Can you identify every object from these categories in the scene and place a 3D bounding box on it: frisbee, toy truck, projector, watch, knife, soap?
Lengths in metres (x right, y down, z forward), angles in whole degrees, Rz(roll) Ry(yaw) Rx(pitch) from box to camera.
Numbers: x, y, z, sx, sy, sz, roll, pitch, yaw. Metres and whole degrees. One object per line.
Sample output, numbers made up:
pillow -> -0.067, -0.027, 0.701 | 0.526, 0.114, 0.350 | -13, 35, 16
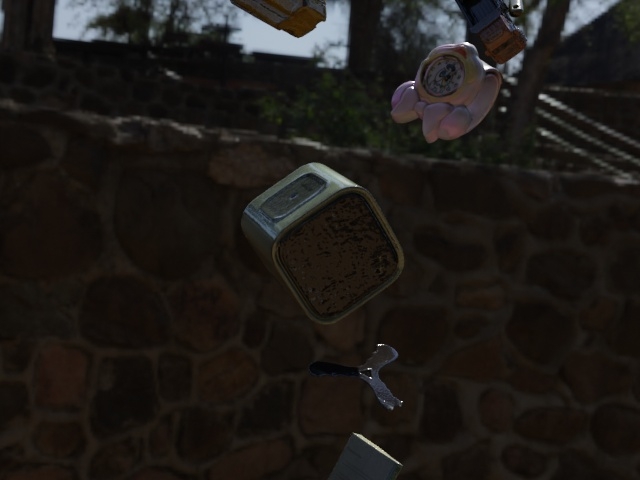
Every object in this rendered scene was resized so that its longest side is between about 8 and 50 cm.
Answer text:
frisbee -> 0.094, 0.277, 1.855 | 0.211, 0.012, 0.187 | -7, 35, -27
toy truck -> 0.355, -0.469, 1.979 | 0.083, 0.192, 0.092 | -35, -31, 23
projector -> 0.000, 0.000, 2.027 | 0.248, 0.248, 0.249 | -35, 25, -7
watch -> 0.324, -0.335, 2.260 | 0.211, 0.248, 0.217 | 39, 7, 30
knife -> 0.440, -0.565, 2.082 | 0.061, 0.027, 0.343 | -7, 34, 12
soap -> -0.082, -0.551, 2.076 | 0.080, 0.160, 0.257 | 13, 20, -47

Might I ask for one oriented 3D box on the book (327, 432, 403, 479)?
book -> 0.062, 0.596, 2.135 | 0.025, 0.282, 0.215 | 33, -6, -28
